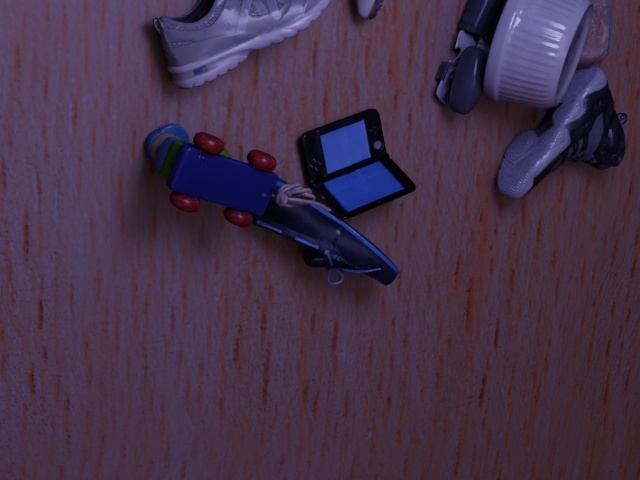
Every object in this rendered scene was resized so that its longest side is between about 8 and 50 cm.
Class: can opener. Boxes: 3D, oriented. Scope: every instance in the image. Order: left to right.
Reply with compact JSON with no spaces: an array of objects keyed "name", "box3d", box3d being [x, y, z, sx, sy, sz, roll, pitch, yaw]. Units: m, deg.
[{"name":"can opener","box3d":[0.266,-0.330,1.747,0.076,0.095,0.283,17,102,-32]}]

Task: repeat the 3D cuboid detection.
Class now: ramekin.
[{"name":"ramekin","box3d":[0.336,-0.299,1.725,0.207,0.109,0.207,-57,159,-35]}]

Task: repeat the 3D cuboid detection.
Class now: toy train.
[{"name":"toy train","box3d":[-0.118,-0.089,1.579,0.248,0.143,0.105,16,104,-37]}]

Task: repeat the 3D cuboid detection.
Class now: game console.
[{"name":"game console","box3d":[0.057,-0.117,1.692,0.144,0.085,0.124,-23,114,-26]}]

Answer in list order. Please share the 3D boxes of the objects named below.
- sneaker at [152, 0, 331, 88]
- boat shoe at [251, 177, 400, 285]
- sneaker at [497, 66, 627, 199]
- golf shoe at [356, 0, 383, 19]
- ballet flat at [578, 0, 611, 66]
[{"name":"sneaker","box3d":[-0.097,-0.320,1.541,0.281,0.105,0.115,-36,118,-16]},{"name":"boat shoe","box3d":[0.000,0.000,1.702,0.258,0.109,0.089,34,93,-16]},{"name":"sneaker","box3d":[0.415,-0.147,1.878,0.153,0.101,0.268,43,78,-28]},{"name":"golf shoe","box3d":[0.056,-0.413,1.634,0.086,0.067,0.186,0,106,-2]},{"name":"ballet flat","box3d":[0.408,-0.429,1.800,0.106,0.107,0.316,-12,108,-19]}]
